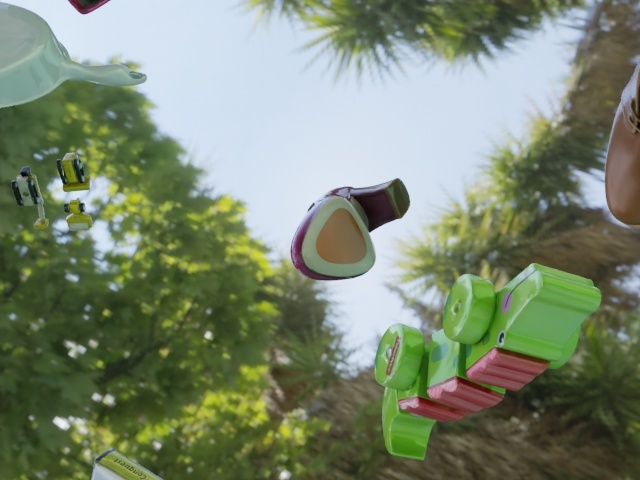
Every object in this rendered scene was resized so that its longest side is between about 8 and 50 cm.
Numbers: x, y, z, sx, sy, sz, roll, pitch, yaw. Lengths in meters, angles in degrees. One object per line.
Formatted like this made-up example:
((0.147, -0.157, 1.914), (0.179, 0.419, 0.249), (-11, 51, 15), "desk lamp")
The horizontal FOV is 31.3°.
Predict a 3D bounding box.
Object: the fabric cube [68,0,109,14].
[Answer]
((-0.194, -0.446, 1.222), (0.254, 0.259, 0.258), (53, -140, -21), "fabric cube")

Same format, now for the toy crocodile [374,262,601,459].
((0.147, 0.118, 1.104), (0.115, 0.340, 0.105), (19, -123, -20), "toy crocodile")

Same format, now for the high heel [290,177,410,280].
((0.000, 0.000, 1.738), (0.377, 0.181, 0.127), (-27, -83, -62), "high heel")

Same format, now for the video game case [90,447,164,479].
((-0.166, 0.399, 1.250), (0.035, 0.248, 0.275), (-27, -43, -56), "video game case")

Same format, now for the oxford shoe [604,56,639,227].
((0.246, -0.096, 0.839), (0.076, 0.076, 0.212), (-29, -41, -43), "oxford shoe")

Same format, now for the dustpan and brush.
((-0.278, -0.176, 1.126), (0.060, 0.211, 0.147), (81, -168, -47), "dustpan and brush")

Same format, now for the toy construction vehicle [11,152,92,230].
((-0.299, -0.056, 1.299), (0.035, 0.086, 0.098), (-87, -12, -52), "toy construction vehicle")
